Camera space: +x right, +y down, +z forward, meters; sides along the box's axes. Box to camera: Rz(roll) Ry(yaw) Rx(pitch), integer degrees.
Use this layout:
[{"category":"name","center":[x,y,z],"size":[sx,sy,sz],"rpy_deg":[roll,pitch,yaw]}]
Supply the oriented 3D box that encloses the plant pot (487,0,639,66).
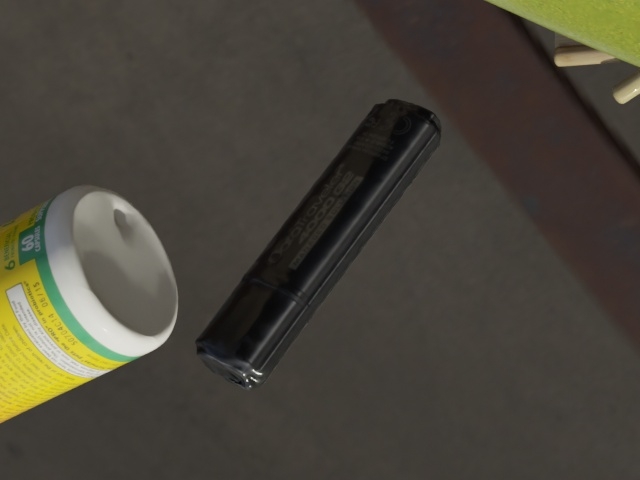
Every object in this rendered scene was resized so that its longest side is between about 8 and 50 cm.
[{"category":"plant pot","center":[0.160,-0.227,0.778],"size":[0.353,0.366,0.366],"rpy_deg":[11,123,-1]}]

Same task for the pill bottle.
[{"category":"pill bottle","center":[-0.207,0.054,1.212],"size":[0.208,0.117,0.117],"rpy_deg":[-26,94,26]}]

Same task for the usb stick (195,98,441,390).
[{"category":"usb stick","center":[0.000,0.000,1.504],"size":[0.077,0.278,0.045],"rpy_deg":[21,157,42]}]

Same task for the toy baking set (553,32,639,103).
[{"category":"toy baking set","center":[0.285,-0.239,1.516],"size":[0.256,0.030,0.197],"rpy_deg":[-29,80,22]}]
